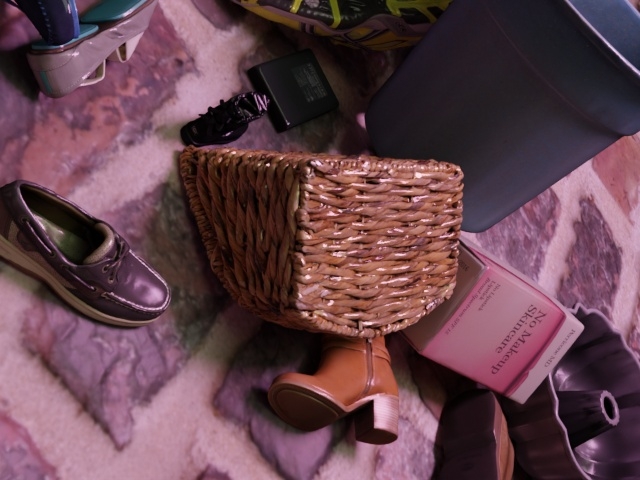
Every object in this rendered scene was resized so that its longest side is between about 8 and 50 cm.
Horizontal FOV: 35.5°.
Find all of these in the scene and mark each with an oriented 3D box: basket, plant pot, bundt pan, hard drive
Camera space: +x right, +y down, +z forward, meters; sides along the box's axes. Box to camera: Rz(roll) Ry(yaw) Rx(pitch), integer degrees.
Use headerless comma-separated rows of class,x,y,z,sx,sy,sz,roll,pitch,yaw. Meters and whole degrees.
basket,0.000,0.000,1.211,0.299,0.223,0.213,-3,99,-48
plant pot,0.259,-0.206,1.360,0.341,0.334,0.341,32,34,-24
bundt pan,0.391,0.270,1.531,0.331,0.124,0.331,25,53,-39
hard drive,-0.035,-0.208,1.372,0.135,0.022,0.094,-32,96,-52

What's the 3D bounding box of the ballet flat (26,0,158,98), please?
ballet flat,-0.245,-0.219,1.110,0.213,0.072,0.068,-51,138,-49

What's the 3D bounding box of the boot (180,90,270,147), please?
boot,-0.101,-0.150,1.200,0.121,0.099,0.045,-26,93,-52

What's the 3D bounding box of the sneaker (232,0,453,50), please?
sneaker,0.026,-0.331,1.430,0.384,0.147,0.145,4,69,-29

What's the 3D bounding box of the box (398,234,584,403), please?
box,0.221,0.104,1.371,0.232,0.148,0.127,29,12,-37

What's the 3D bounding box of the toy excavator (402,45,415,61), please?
toy excavator,0.204,-0.465,1.602,0.222,0.433,0.445,-38,129,-51

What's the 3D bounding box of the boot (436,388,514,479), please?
boot,0.205,0.341,1.298,0.115,0.112,0.305,57,35,-27

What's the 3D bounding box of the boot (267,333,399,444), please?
boot,0.013,0.154,1.206,0.197,0.073,0.152,28,43,-36

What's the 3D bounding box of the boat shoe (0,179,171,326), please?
boat shoe,-0.229,0.015,0.981,0.223,0.073,0.080,36,47,-32

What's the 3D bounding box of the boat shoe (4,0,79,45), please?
boat shoe,-0.335,-0.296,1.022,0.089,0.109,0.258,-25,70,-27
